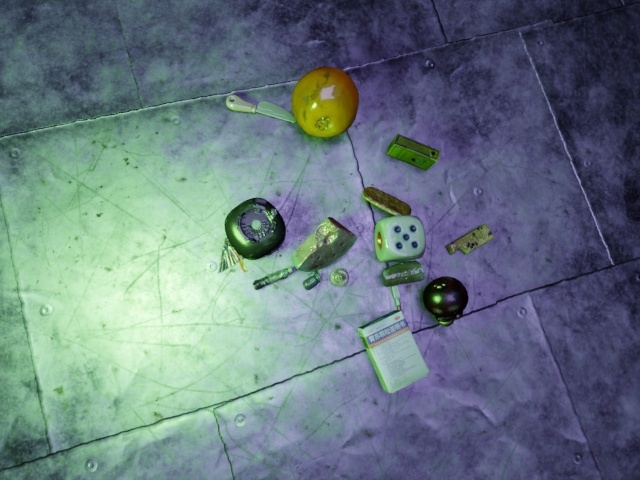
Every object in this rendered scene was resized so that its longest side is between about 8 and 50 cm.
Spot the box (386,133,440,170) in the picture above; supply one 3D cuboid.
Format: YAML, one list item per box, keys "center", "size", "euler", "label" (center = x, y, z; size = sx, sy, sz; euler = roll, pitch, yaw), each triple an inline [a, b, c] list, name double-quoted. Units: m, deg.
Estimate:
- center: [0.437, -0.415, 1.967]
  size: [0.219, 0.141, 0.064]
  euler: [19, 79, -4]
  label: "box"

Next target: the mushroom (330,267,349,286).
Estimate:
- center: [0.088, 0.164, 1.864]
  size: [0.084, 0.079, 0.085]
  euler: [1, 78, -6]
  label: "mushroom"

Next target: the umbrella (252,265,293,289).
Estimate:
- center: [-0.211, 0.166, 1.847]
  size: [0.188, 0.050, 0.046]
  euler: [-26, 65, -9]
  label: "umbrella"

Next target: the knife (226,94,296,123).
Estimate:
- center: [-0.277, -0.624, 1.970]
  size: [0.335, 0.043, 0.081]
  euler: [11, 73, -12]
  label: "knife"

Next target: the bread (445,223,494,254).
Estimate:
- center: [0.713, 0.006, 1.984]
  size: [0.226, 0.049, 0.088]
  euler: [-29, 86, -10]
  label: "bread"

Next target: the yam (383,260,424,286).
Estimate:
- center: [0.367, 0.152, 1.890]
  size: [0.182, 0.107, 0.107]
  euler: [-11, 83, -7]
  label: "yam"

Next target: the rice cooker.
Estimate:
- center: [-0.277, -0.049, 1.774]
  size: [0.266, 0.224, 0.268]
  euler: [3, 75, -11]
  label: "rice cooker"

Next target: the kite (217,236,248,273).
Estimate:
- center: [-0.367, 0.057, 1.857]
  size: [0.241, 0.014, 0.184]
  euler: [-27, 86, -12]
  label: "kite"

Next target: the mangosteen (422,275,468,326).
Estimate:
- center: [0.561, 0.261, 1.860]
  size: [0.209, 0.210, 0.210]
  euler: [1, 81, -7]
  label: "mangosteen"

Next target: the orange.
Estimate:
- center: [0.022, -0.620, 1.867]
  size: [0.311, 0.312, 0.313]
  euler: [1, 81, -7]
  label: "orange"

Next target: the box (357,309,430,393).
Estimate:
- center: [0.318, 0.485, 1.832]
  size: [0.199, 0.106, 0.300]
  euler: [-23, 83, -10]
  label: "box"

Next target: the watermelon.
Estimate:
- center: [0.000, 0.000, 1.820]
  size: [0.318, 0.226, 0.148]
  euler: [-27, 58, -22]
  label: "watermelon"

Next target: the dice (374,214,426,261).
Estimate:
- center: [0.353, -0.004, 1.867]
  size: [0.191, 0.193, 0.194]
  euler: [-5, 81, -9]
  label: "dice"

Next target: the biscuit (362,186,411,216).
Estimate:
- center: [0.309, -0.179, 1.940]
  size: [0.246, 0.029, 0.118]
  euler: [28, 41, 6]
  label: "biscuit"

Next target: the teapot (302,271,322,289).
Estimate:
- center: [-0.040, 0.182, 1.867]
  size: [0.083, 0.063, 0.049]
  euler: [-32, 118, -13]
  label: "teapot"

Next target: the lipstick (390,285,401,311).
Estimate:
- center: [0.352, 0.269, 1.907]
  size: [0.030, 0.030, 0.130]
  euler: [-12, 83, -9]
  label: "lipstick"
